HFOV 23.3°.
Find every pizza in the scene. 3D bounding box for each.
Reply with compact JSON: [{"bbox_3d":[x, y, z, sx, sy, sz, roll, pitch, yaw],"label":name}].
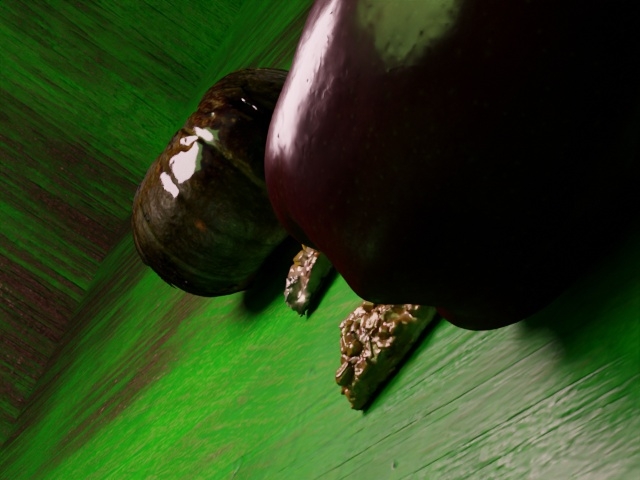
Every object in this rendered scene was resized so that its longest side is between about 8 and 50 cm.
[{"bbox_3d":[0.000,0.000,1.746,0.185,0.052,0.195,-42,19,55],"label":"pizza"},{"bbox_3d":[0.048,0.089,1.387,0.131,0.041,0.178,-60,14,-11],"label":"pizza"}]

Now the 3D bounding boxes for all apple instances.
[{"bbox_3d":[0.114,-0.100,1.116,0.317,0.288,0.288,-61,12,16],"label":"apple"}]

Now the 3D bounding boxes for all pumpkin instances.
[{"bbox_3d":[-0.104,-0.073,1.933,0.320,0.192,0.320,-53,4,5],"label":"pumpkin"}]
